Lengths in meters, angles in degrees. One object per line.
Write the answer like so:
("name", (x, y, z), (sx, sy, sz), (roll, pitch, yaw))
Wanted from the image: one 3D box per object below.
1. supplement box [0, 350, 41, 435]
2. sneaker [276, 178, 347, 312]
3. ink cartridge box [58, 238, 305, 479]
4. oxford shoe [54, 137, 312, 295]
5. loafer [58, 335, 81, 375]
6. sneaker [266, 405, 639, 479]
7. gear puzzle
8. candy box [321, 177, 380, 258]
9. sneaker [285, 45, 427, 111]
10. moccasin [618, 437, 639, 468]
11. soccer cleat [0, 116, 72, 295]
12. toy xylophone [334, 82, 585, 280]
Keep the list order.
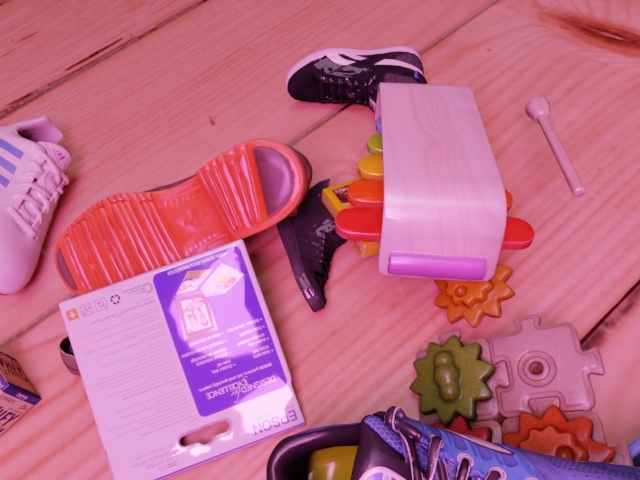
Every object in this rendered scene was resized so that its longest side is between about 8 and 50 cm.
("supplement box", (-0.390, 0.179, 0.545), (0.083, 0.056, 0.083), (34, 69, 30))
("sneaker", (0.001, 0.002, 0.589), (0.089, 0.051, 0.170), (-23, 51, -1))
("ink cartridge box", (-0.145, 0.129, 0.509), (0.207, 0.045, 0.208), (-19, 84, -3))
("oxford shoe", (-0.173, -0.018, 0.619), (0.364, 0.133, 0.129), (-19, 95, 13))
("loafer", (-0.236, 0.126, 0.553), (0.148, 0.050, 0.056), (-12, 55, 5))
("sneaker", (0.089, 0.187, 0.306), (0.330, 0.147, 0.129), (-12, 54, 40))
("gear puzzle", (0.157, 0.145, 0.419), (0.176, 0.044, 0.338), (-20, 49, 30))
("candy box", (0.116, -0.052, 0.590), (0.206, 0.027, 0.105), (-19, 55, -19))
("sneaker", (0.054, -0.231, 0.723), (0.217, 0.079, 0.121), (-9, 53, 4))
("moccasin", (0.403, 0.171, 0.347), (0.342, 0.137, 0.116), (-25, 43, 11))
("soccer cleat", (-0.437, -0.075, 0.697), (0.143, 0.116, 0.331), (-25, 54, -5))
("toy xylophone", (0.153, -0.090, 0.548), (0.237, 0.081, 0.322), (9, 45, 9))
